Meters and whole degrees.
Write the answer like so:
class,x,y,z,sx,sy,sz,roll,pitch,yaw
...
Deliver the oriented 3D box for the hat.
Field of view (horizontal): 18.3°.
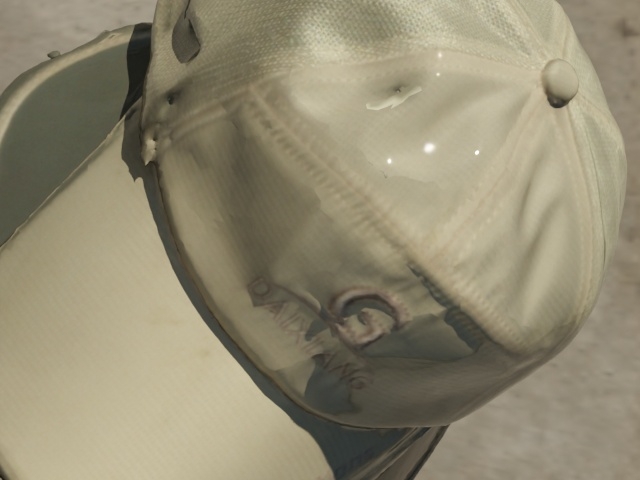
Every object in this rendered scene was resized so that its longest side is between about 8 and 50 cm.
class,x,y,z,sx,sy,sz,roll,pitch,yaw
hat,-0.007,0.006,0.732,0.275,0.161,0.232,-46,103,-13
